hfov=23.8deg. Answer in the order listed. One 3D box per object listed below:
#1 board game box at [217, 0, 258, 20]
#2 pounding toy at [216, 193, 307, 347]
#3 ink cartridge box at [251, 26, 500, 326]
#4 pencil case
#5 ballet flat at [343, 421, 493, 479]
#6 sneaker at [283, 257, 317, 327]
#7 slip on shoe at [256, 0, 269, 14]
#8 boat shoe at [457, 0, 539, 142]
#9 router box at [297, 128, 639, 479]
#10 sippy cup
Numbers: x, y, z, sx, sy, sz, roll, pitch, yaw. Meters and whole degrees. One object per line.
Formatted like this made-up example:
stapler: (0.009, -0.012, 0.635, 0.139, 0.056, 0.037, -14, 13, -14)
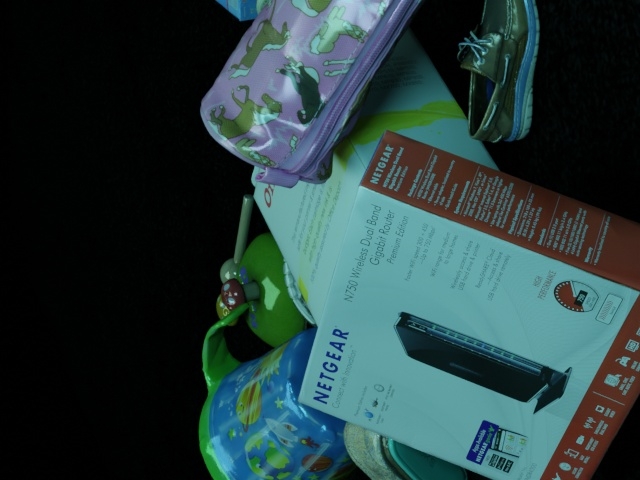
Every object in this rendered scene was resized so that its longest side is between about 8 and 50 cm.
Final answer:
board game box: (-0.142, -0.429, 2.207, 0.211, 0.039, 0.160, -135, 40, -53)
pounding toy: (-0.116, 0.069, 2.298, 0.237, 0.110, 0.183, -125, 32, -43)
ink cartridge box: (0.078, -0.020, 1.713, 0.279, 0.160, 0.385, 106, 144, -49)
pencil case: (0.030, -0.238, 1.521, 0.386, 0.160, 0.167, -56, -1, 18)
ballet flat: (0.133, 0.285, 1.659, 0.106, 0.107, 0.316, -7, 128, 48)
sneaker: (0.000, 0.000, 2.020, 0.132, 0.086, 0.229, 129, 127, -60)
slip on shoe: (0.008, -0.348, 1.808, 0.331, 0.123, 0.101, 128, 148, -62)
boat shoe: (0.176, -0.184, 1.518, 0.066, 0.066, 0.183, -148, 50, -60)
router box: (0.155, 0.085, 1.431, 0.335, 0.301, 0.082, 104, -171, -48)
sippy cup: (-0.016, 0.228, 2.011, 0.224, 0.305, 0.240, 131, 153, -50)
